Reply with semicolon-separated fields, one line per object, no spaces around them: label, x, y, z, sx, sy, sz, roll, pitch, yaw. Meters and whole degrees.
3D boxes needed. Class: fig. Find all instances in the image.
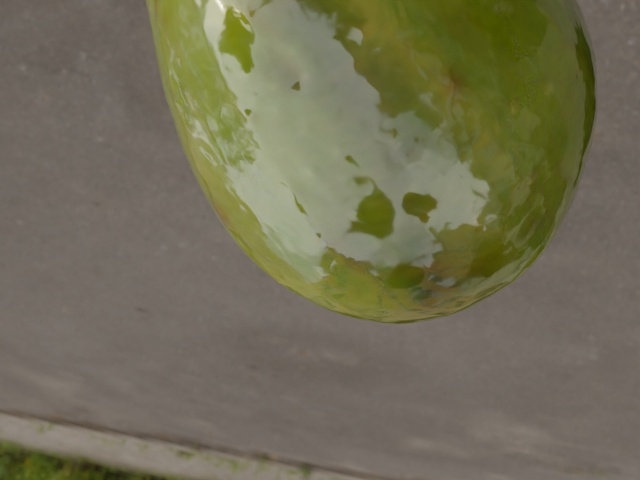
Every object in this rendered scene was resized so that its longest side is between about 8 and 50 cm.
fig;0.021;-0.098;0.698;0.258;0.258;0.326;0;151;34
